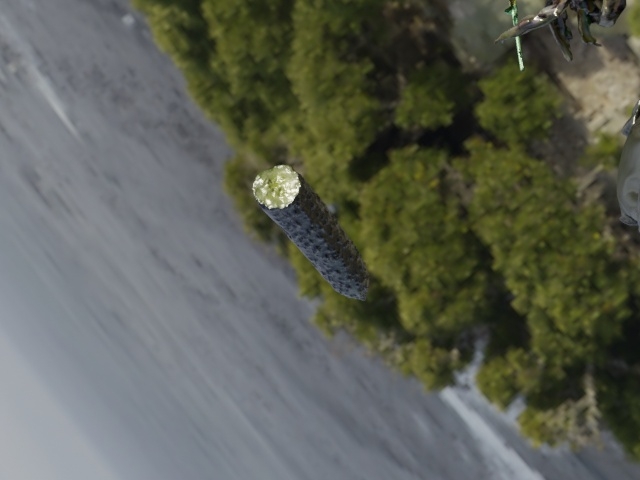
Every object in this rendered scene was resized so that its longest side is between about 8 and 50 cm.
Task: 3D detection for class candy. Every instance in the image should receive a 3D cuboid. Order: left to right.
[{"bbox_3d":[0.271,-0.320,1.916,0.049,0.056,0.184,-25,63,45],"label":"candy"}]

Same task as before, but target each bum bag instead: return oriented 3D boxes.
[{"bbox_3d":[0.308,-0.067,1.202,0.080,0.142,0.326,12,-170,7],"label":"bum bag"}]

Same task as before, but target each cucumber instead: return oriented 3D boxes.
[{"bbox_3d":[0.000,-0.001,1.876,0.072,0.072,0.300,41,173,40],"label":"cucumber"}]

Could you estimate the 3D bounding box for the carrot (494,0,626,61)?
[{"bbox_3d":[0.174,-0.326,1.150,0.193,0.214,0.331,-34,82,45],"label":"carrot"}]
